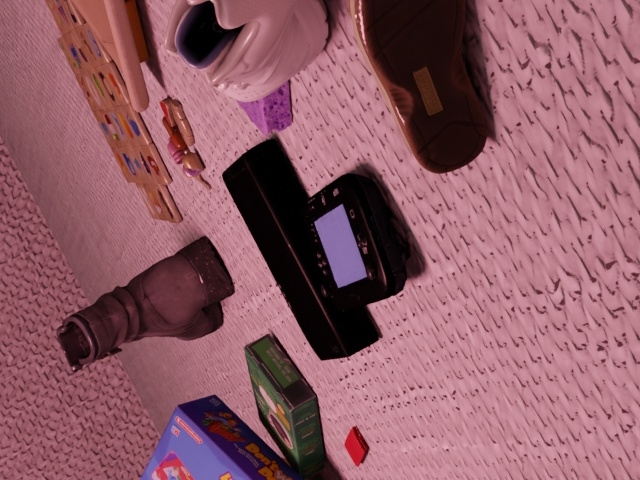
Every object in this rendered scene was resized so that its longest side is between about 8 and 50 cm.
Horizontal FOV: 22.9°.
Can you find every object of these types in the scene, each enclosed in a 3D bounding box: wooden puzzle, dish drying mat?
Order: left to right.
[{"bbox_3d":[-0.248,-0.290,1.754,0.238,0.044,0.221,59,167,31],"label":"wooden puzzle"},{"bbox_3d":[0.040,0.230,1.761,0.032,0.008,0.083,59,167,15],"label":"dish drying mat"}]

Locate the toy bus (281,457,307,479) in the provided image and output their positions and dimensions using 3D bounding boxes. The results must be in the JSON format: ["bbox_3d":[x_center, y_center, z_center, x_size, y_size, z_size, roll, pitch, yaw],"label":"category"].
[{"bbox_3d":[-0.068,0.430,2.103,0.220,0.211,0.149,66,167,-10],"label":"toy bus"}]

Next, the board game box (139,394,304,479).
[{"bbox_3d":[-0.088,0.394,1.968,0.347,0.078,0.233,41,118,25],"label":"board game box"}]

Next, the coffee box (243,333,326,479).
[{"bbox_3d":[-0.042,0.206,1.935,0.113,0.040,0.184,51,162,33],"label":"coffee box"}]

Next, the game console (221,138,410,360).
[{"bbox_3d":[0.000,0.000,1.399,0.213,0.044,0.361,62,165,0],"label":"game console"}]

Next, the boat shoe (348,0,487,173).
[{"bbox_3d":[0.049,-0.127,0.951,0.072,0.068,0.190,-116,8,-47],"label":"boat shoe"}]

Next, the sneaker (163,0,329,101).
[{"bbox_3d":[-0.062,-0.160,1.101,0.111,0.129,0.297,36,164,6],"label":"sneaker"}]

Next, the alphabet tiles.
[{"bbox_3d":[-0.280,-0.179,2.125,0.342,0.011,0.285,65,165,-9],"label":"alphabet tiles"}]

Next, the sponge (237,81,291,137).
[{"bbox_3d":[-0.069,-0.189,1.314,0.117,0.031,0.210,54,164,26],"label":"sponge"}]

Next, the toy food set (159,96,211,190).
[{"bbox_3d":[-0.162,-0.113,1.808,0.078,0.019,0.122,42,155,55],"label":"toy food set"}]

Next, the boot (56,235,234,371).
[{"bbox_3d":[-0.247,0.100,2.088,0.118,0.223,0.338,59,166,10],"label":"boot"}]
